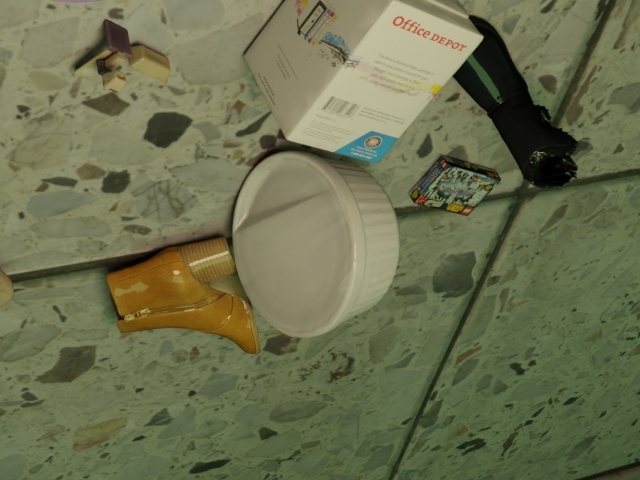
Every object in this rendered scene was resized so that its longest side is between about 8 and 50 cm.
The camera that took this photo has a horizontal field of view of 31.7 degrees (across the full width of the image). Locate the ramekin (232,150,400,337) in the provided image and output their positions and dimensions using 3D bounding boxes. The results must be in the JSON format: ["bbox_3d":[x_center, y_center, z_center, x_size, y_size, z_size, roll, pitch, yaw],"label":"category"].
[{"bbox_3d":[0.000,0.000,1.670,0.127,0.273,0.273,-9,143,-43],"label":"ramekin"}]

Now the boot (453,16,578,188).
[{"bbox_3d":[0.276,-0.194,1.630,0.094,0.207,0.246,-37,143,15],"label":"boot"}]

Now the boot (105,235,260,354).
[{"bbox_3d":[-0.220,0.113,1.818,0.211,0.104,0.295,-19,140,-2],"label":"boot"}]

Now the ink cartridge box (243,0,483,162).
[{"bbox_3d":[0.052,-0.249,1.451,0.171,0.168,0.233,12,130,-42],"label":"ink cartridge box"}]

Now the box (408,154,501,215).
[{"bbox_3d":[0.226,-0.090,1.887,0.137,0.027,0.094,10,132,-41],"label":"box"}]

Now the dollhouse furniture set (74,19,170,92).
[{"bbox_3d":[-0.248,-0.200,1.414,0.081,0.091,0.114,-28,151,30],"label":"dollhouse furniture set"}]

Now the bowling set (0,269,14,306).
[{"bbox_3d":[-0.574,0.146,1.564,0.199,0.287,0.154,-6,150,33],"label":"bowling set"}]

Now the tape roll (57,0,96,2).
[{"bbox_3d":[-0.245,-0.383,1.163,0.274,0.090,0.275,-17,144,-12],"label":"tape roll"}]
